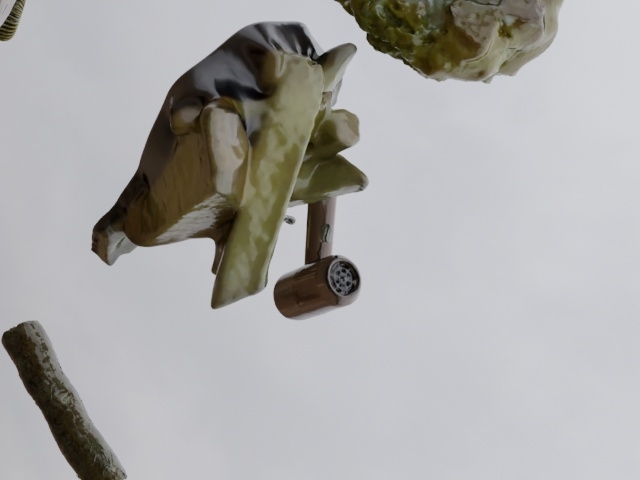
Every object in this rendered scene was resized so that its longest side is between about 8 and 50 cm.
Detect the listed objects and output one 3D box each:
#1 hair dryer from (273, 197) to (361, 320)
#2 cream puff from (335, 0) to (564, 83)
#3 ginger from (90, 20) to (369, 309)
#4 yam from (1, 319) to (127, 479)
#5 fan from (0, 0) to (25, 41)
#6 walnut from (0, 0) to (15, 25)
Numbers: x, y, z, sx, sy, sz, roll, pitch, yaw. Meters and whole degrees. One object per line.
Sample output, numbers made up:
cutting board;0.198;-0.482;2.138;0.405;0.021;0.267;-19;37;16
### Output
hair dryer;0.000;0.000;1.115;0.117;0.064;0.182;-24;-123;53
cream puff;0.150;-0.299;1.140;0.185;0.281;0.282;134;-60;-68
ginger;-0.072;-0.063;1.081;0.211;0.413;0.358;45;-60;6
yam;-0.332;0.218;1.197;0.253;0.061;0.061;55;-34;15
fan;-0.410;-0.340;1.234;0.082;0.039;0.155;-6;-110;63
walnut;-0.337;-0.226;0.513;0.354;0.308;0.398;45;13;-19
